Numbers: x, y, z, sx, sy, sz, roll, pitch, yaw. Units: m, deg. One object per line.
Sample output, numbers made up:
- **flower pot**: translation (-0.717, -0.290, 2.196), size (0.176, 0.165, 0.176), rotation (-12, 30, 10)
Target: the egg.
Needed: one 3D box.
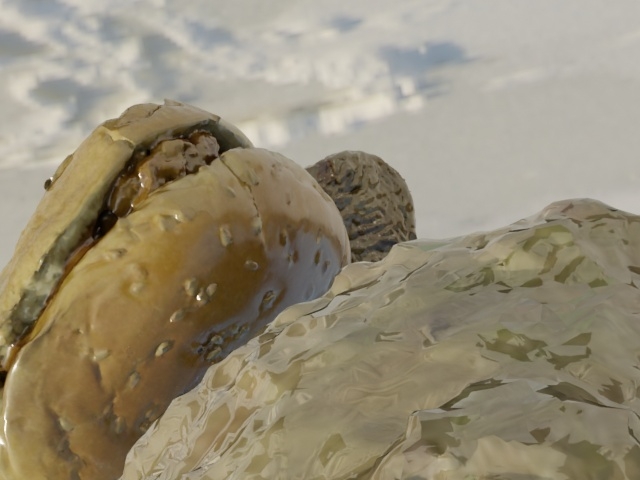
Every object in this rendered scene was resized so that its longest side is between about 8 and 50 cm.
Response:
- **egg**: translation (0.083, 0.127, 0.470), size (0.310, 0.279, 0.279), rotation (8, 173, 8)

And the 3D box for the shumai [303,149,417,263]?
- **shumai**: translation (-0.001, 0.005, 1.282), size (0.105, 0.123, 0.139), rotation (-23, -159, 43)

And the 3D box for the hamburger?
- **hamburger**: translation (-0.105, 0.062, 1.038), size (0.283, 0.144, 0.259), rotation (-53, 158, 9)
